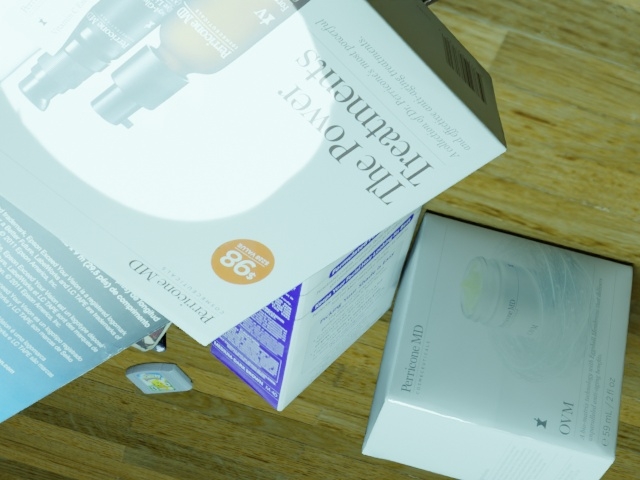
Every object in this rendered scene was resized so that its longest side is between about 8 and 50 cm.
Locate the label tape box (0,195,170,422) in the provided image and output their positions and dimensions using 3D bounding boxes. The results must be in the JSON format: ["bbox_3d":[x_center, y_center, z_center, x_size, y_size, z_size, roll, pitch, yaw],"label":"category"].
[{"bbox_3d":[-0.222,-0.018,1.022,0.334,0.106,0.240,-30,125,12],"label":"label tape box"}]

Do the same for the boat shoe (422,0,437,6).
[{"bbox_3d":[0.036,-0.184,1.018,0.073,0.073,0.207,35,141,-24],"label":"boat shoe"}]

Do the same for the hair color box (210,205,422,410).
[{"bbox_3d":[0.000,0.000,1.176,0.110,0.185,0.339,40,149,16],"label":"hair color box"}]

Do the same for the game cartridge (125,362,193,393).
[{"bbox_3d":[-0.220,0.185,1.685,0.083,0.017,0.056,-9,135,30],"label":"game cartridge"}]

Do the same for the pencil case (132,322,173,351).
[{"bbox_3d":[-0.319,-0.024,1.300,0.410,0.160,0.183,23,172,-11],"label":"pencil case"}]

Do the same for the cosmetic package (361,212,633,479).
[{"bbox_3d":[0.179,0.120,1.256,0.225,0.224,0.138,14,146,1],"label":"cosmetic package"}]

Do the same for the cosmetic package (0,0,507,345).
[{"bbox_3d":[-0.102,-0.121,0.823,0.284,0.097,0.377,-33,125,25],"label":"cosmetic package"}]
